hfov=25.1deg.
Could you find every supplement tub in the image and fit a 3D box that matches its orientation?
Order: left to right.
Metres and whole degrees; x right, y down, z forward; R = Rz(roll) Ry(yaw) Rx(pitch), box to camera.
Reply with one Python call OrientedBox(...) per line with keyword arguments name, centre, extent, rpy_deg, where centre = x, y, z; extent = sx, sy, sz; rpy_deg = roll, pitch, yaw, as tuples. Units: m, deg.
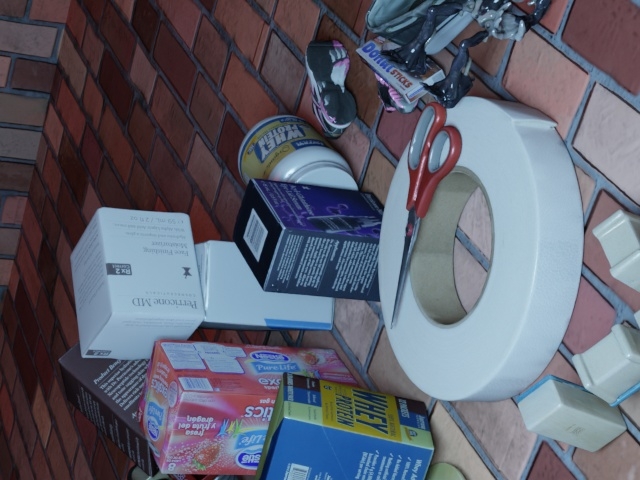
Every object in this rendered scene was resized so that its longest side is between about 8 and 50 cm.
OrientedBox(name="supplement tub", centre=(-0.033, -0.097, 2.222), extent=(0.199, 0.144, 0.144), rpy_deg=(50, 129, 55))

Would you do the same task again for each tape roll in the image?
OrientedBox(name="tape roll", centre=(0.194, 0.011, 1.825), extent=(0.392, 0.072, 0.392), rpy_deg=(-175, 90, -65))

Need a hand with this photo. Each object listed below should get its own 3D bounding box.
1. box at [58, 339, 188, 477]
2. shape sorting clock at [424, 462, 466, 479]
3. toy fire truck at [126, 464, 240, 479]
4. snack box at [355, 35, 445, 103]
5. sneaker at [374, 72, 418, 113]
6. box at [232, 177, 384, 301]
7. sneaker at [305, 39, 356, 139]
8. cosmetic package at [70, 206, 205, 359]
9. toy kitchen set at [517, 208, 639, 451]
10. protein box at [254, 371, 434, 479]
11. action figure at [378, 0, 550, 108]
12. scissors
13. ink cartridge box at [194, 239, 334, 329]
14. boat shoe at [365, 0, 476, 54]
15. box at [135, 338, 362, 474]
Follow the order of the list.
OrientedBox(name="box", centre=(-0.284, 0.232, 2.291), extent=(0.203, 0.168, 0.167), rpy_deg=(40, 156, 17))
OrientedBox(name="shape sorting clock", centre=(0.153, 0.393, 1.867), extent=(0.206, 0.040, 0.206), rpy_deg=(-170, 90, -75))
OrientedBox(name="toy fire truck", centre=(-0.177, 0.391, 2.425), extent=(0.246, 0.217, 0.158), rpy_deg=(-43, 26, -12))
OrientedBox(name="snack box", centre=(0.113, -0.251, 2.048), extent=(0.022, 0.064, 0.178), rpy_deg=(57, 176, -35))
OrientedBox(name="sneaker", centre=(0.109, -0.205, 2.074), extent=(0.119, 0.047, 0.057), rpy_deg=(-116, 28, -55))
OrientedBox(name="box", centre=(0.000, 0.000, 2.065), extent=(0.153, 0.207, 0.108), rpy_deg=(54, 132, 52))
OrientedBox(name="sneaker", centre=(0.007, -0.235, 2.257), extent=(0.077, 0.072, 0.178), rpy_deg=(113, 156, -53))
OrientedBox(name="cosmetic package", centre=(-0.280, 0.068, 2.177), extent=(0.151, 0.151, 0.183), rpy_deg=(-50, 45, 49))
OrientedBox(name="toy kitchen set", centre=(0.310, 0.098, 1.561), extent=(0.207, 0.122, 0.166), rpy_deg=(-41, 46, 28))
OrientedBox(name="protein box", centre=(0.024, 0.311, 1.927), extent=(0.136, 0.201, 0.199), rpy_deg=(-95, 19, -69))
OrientedBox(name="action figure", centre=(0.199, -0.295, 1.739), extent=(0.164, 0.141, 0.275), rpy_deg=(45, 113, 17))
OrientedBox(name="scissors", centre=(0.121, -0.035, 1.882), extent=(0.109, 0.021, 0.297), rpy_deg=(51, 131, 52))
OrientedBox(name="ink cartridge box", centre=(-0.142, 0.080, 2.321), extent=(0.307, 0.223, 0.129), rpy_deg=(-9, 78, 63))
OrientedBox(name="boat shoe", centre=(0.169, -0.356, 1.884), extent=(0.335, 0.119, 0.121), rpy_deg=(-51, 42, 48))
OrientedBox(name="box", centre=(-0.103, 0.248, 2.121), extent=(0.154, 0.300, 0.142), rpy_deg=(52, 130, 54))
